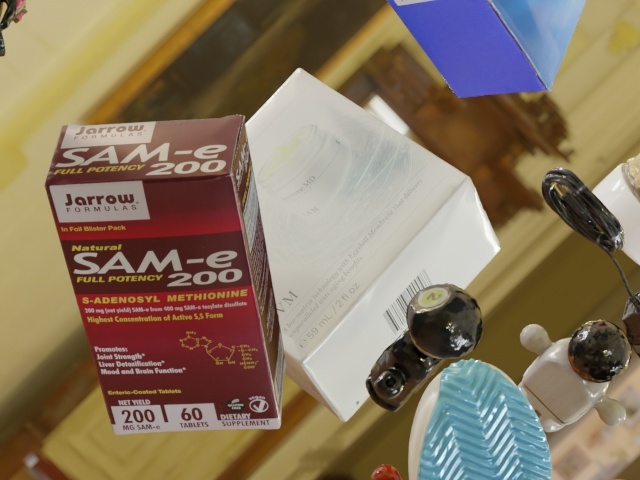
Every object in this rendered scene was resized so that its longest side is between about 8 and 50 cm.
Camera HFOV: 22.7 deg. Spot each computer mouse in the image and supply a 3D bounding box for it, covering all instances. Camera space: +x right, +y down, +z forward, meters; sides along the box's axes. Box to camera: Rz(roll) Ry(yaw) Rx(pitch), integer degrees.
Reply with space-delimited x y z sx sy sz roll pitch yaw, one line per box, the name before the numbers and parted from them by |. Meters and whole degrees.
computer mouse | 0.263 0.033 1.319 0.242 0.041 0.071 55 -25 -15

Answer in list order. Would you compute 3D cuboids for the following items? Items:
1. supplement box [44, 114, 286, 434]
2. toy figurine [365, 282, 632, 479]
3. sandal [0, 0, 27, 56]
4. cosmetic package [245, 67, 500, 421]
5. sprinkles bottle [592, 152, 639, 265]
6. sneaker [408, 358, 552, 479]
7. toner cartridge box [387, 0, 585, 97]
supplement box | -0.103 0.030 1.129 0.073 0.130 0.239 -85 169 -50
toy figurine | 0.142 0.149 1.208 0.210 0.213 0.148 9 -31 -13
sandal | -0.281 -0.226 1.420 0.179 0.040 0.067 -105 -165 -52
cosmetic package | 0.000 0.000 1.472 0.225 0.224 0.138 35 -13 33
sprinkles bottle | 0.437 -0.118 1.611 0.121 0.355 0.121 35 26 -20
sneaker | 0.094 0.162 0.979 0.092 0.087 0.228 -118 -166 -57
toner cartridge box | 0.141 -0.280 1.056 0.075 0.347 0.165 1 -34 38
